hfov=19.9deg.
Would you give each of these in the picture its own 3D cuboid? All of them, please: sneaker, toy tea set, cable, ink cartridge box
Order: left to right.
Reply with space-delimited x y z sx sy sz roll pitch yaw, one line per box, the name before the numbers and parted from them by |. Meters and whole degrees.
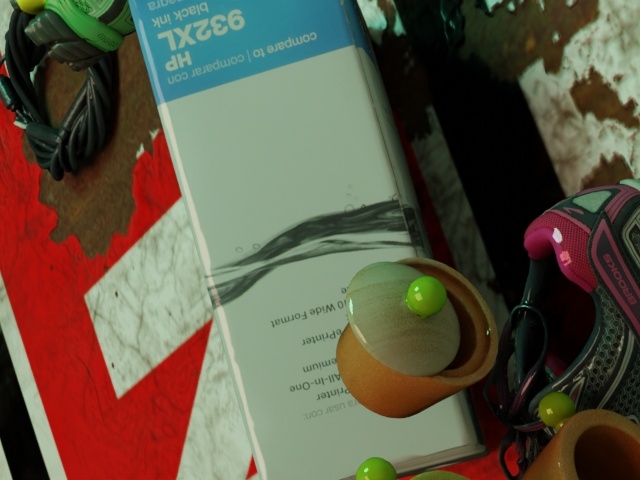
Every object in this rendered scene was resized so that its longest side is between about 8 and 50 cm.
cable | -0.233 -0.136 1.591 0.184 0.047 0.150 -32 72 53
sneaker | -0.180 -0.302 1.436 0.146 0.134 0.343 -27 65 17
ink cartridge box | 0.000 0.000 1.123 0.223 0.129 0.307 50 -156 -80
sneaker | 0.144 0.103 1.046 0.121 0.112 0.299 31 123 48
toy tea set | 0.134 0.141 0.892 0.336 0.200 0.124 39 137 -3
